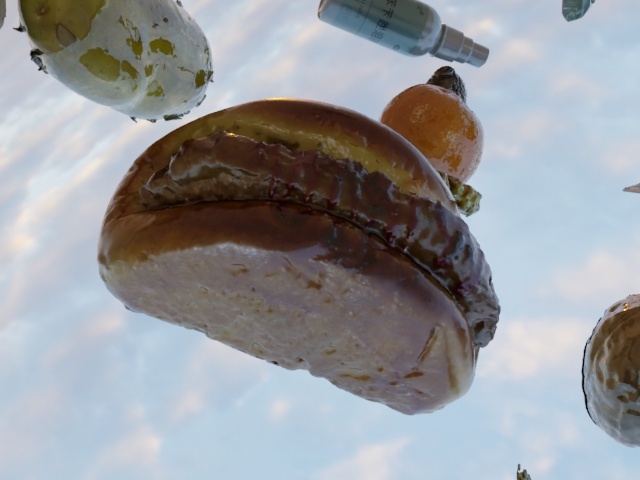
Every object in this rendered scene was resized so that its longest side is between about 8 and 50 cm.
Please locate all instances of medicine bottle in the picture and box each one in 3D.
[{"bbox_3d":[0.173,-0.428,1.594,0.110,0.352,0.110,-161,-90,-78],"label":"medicine bottle"}]

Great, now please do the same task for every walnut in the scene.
[{"bbox_3d":[0.454,0.180,1.077,0.198,0.244,0.198,0,-149,0],"label":"walnut"}]

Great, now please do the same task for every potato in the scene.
[{"bbox_3d":[-0.224,-0.226,0.902,0.140,0.172,0.300,-35,168,17],"label":"potato"}]

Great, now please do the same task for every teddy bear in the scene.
[{"bbox_3d":[0.233,-0.265,1.648,0.140,0.177,0.190,30,-107,37],"label":"teddy bear"}]

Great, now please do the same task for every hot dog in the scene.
[{"bbox_3d":[-0.001,0.002,0.768,0.185,0.405,0.223,-76,-169,-47],"label":"hot dog"}]

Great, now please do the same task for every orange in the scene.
[{"bbox_3d":[0.183,-0.171,1.313,0.161,0.193,0.193,-49,-148,6],"label":"orange"}]

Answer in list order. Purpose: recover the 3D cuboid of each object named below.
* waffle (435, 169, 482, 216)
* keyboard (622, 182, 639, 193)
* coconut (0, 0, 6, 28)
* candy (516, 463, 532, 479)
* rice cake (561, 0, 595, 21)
[{"bbox_3d":[0.109,-0.073,0.967,0.161,0.192,0.046,22,-84,30],"label":"waffle"},{"bbox_3d":[0.644,-0.099,1.534,0.055,0.014,0.176,-15,-173,-1],"label":"keyboard"},{"bbox_3d":[-0.387,-0.233,0.731,0.194,0.194,0.194,-25,-146,19],"label":"coconut"},{"bbox_3d":[0.256,0.373,0.753,0.081,0.187,0.297,-35,-157,18],"label":"candy"},{"bbox_3d":[0.339,-0.404,1.033,0.042,0.221,0.080,12,-143,32],"label":"rice cake"}]
